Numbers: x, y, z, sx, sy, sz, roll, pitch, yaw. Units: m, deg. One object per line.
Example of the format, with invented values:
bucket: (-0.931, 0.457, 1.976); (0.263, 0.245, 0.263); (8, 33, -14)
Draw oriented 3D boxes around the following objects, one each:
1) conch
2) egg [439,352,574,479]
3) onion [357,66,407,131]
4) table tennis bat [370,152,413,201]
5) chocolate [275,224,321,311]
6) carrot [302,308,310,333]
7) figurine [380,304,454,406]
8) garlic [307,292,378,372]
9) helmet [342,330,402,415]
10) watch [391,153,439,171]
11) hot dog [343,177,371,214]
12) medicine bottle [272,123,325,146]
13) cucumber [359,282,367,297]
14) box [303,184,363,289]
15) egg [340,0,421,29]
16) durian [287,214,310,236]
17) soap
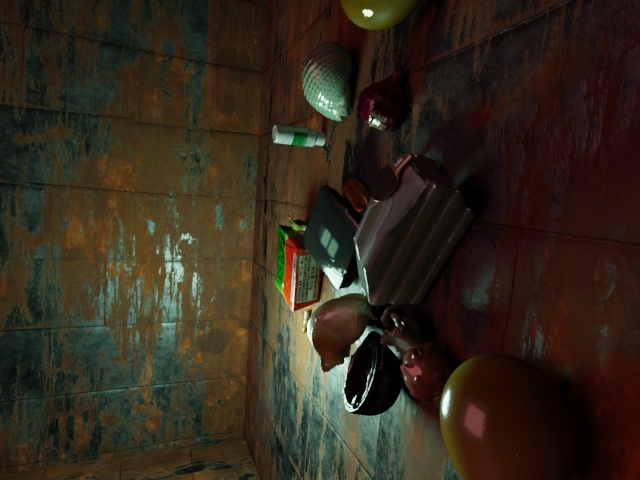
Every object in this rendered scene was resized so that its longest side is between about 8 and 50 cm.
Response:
conch: (0.021, -0.701, 1.823); (0.303, 0.215, 0.320); (157, 114, -76)
egg: (0.382, 0.399, 0.849); (0.250, 0.250, 0.323); (-23, 79, 65)
onion: (0.224, -0.503, 1.437); (0.195, 0.139, 0.218); (-107, 32, -51)
table tennis bat: (0.185, -0.167, 1.069); (0.156, 0.013, 0.087); (-46, 44, 33)
chocolate: (-0.119, 0.134, 2.123); (0.341, 0.161, 0.361); (-135, 46, -60)
carrot: (-0.079, 0.438, 2.199); (0.036, 0.035, 0.165); (-128, 42, -56)
figurine: (0.299, 0.346, 1.187); (0.387, 0.166, 0.207); (57, 174, 49)
garlic: (0.087, 0.314, 1.531); (0.249, 0.286, 0.313); (48, 129, 43)
helmet: (0.195, 0.467, 1.394); (0.279, 0.160, 0.230); (-64, 11, -3)
watch: (0.272, -0.186, 1.327); (0.268, 0.102, 0.165); (-176, 97, -69)
hot dog: (0.155, -0.175, 1.640); (0.092, 0.062, 0.236); (-49, 35, 21)
medicine bottle: (-0.104, -0.517, 2.026); (0.095, 0.259, 0.095); (179, 90, -68)
cucumber: (0.234, 0.057, 1.404); (0.096, 0.096, 0.360); (-114, 33, -45)
box: (0.060, -0.014, 1.740); (0.350, 0.090, 0.359); (51, 135, 36)
egg: (0.206, -0.843, 1.290); (0.351, 0.282, 0.283); (137, 130, -58)
durian: (-0.022, -0.054, 1.976); (0.375, 0.106, 0.132); (24, 123, 41)
soap: (0.247, -0.010, 1.175); (0.156, 0.261, 0.446); (-109, 30, -45)
